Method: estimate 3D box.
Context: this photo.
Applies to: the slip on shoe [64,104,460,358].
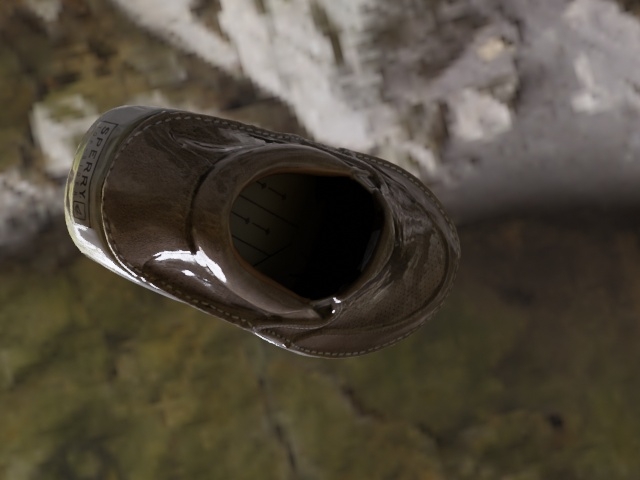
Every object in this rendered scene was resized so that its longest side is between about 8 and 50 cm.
[{"bbox_3d":[0.000,0.000,0.454,0.041,0.051,0.135,13,174,36],"label":"slip on shoe"}]
